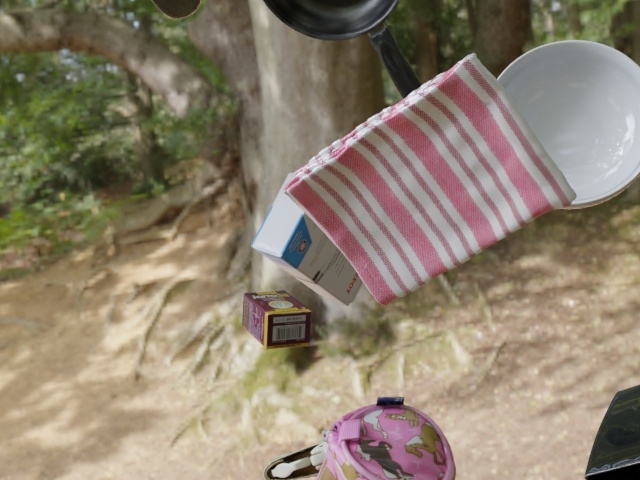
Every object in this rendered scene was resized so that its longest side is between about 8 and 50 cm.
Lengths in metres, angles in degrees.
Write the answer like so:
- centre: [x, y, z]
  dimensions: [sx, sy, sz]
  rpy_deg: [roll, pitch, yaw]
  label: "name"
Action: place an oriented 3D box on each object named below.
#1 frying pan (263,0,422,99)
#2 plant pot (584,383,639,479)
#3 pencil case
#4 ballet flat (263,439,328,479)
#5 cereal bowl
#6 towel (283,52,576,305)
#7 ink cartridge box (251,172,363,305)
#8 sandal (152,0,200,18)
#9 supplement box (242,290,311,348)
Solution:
- centre: [0.064, -0.301, 1.168]
  dimensions: [0.197, 0.326, 0.053]
  rpy_deg: [-52, 7, 34]
  label: "frying pan"
- centre: [0.559, 0.326, 1.559]
  dimensions: [0.187, 0.188, 0.167]
  rpy_deg: [-32, 31, 45]
  label: "plant pot"
- centre: [0.049, 0.388, 1.338]
  dimensions: [0.160, 0.386, 0.167]
  rpy_deg: [-10, 47, -30]
  label: "pencil case"
- centre: [-0.013, 0.337, 1.474]
  dimensions: [0.168, 0.057, 0.052]
  rpy_deg: [-26, -13, 24]
  label: "ballet flat"
- centre: [0.497, -0.219, 1.948]
  dimensions: [0.338, 0.339, 0.141]
  rpy_deg: [-7, -11, 11]
  label: "cereal bowl"
- centre: [0.084, -0.039, 0.774]
  dimensions: [0.197, 0.144, 0.029]
  rpy_deg: [-32, 18, 30]
  label: "towel"
- centre: [0.000, 0.000, 1.566]
  dimensions: [0.082, 0.140, 0.190]
  rpy_deg: [17, -15, 43]
  label: "ink cartridge box"
- centre: [-0.214, -0.376, 1.161]
  dimensions: [0.088, 0.240, 0.079]
  rpy_deg: [-25, 11, -2]
  label: "sandal"
- centre: [-0.050, 0.089, 1.107]
  dimensions: [0.054, 0.043, 0.083]
  rpy_deg: [-3, 15, -24]
  label: "supplement box"
